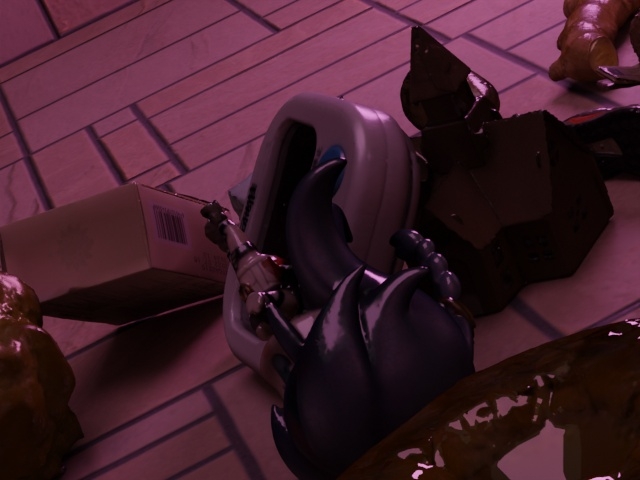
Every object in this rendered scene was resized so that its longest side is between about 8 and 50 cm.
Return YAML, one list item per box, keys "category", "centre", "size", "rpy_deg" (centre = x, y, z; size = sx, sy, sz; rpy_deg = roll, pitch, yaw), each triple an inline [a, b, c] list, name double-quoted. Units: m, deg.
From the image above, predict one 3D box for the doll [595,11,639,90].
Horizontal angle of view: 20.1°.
- category: "doll"
  centre: [0.386, -0.210, 1.878]
  size: [0.221, 0.105, 0.115]
  rpy_deg: [-31, 61, 3]

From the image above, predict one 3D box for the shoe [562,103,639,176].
- category: "shoe"
  centre: [0.304, -0.105, 1.758]
  size: [0.077, 0.074, 0.194]
  rpy_deg: [-34, 19, -37]

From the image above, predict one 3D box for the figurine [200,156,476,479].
- category: "figurine"
  centre: [0.015, 0.068, 1.410]
  size: [0.197, 0.265, 0.175]
  rpy_deg: [-20, -18, 19]

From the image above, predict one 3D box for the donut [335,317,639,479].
- category: "donut"
  centre: [0.152, 0.182, 1.075]
  size: [0.360, 0.170, 0.360]
  rpy_deg: [-24, 14, 7]

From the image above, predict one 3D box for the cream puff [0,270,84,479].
- category: "cream puff"
  centre: [-0.336, 0.161, 1.712]
  size: [0.282, 0.185, 0.282]
  rpy_deg: [-17, 61, 34]

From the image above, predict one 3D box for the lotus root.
- category: "lotus root"
  centre: [0.145, -0.157, 2.052]
  size: [0.089, 0.080, 0.179]
  rpy_deg: [-23, 25, -13]

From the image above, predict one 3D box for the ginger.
- category: "ginger"
  centre: [0.325, -0.253, 2.107]
  size: [0.118, 0.065, 0.299]
  rpy_deg: [-31, 15, 25]

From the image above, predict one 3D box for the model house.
- category: "model house"
  centre: [0.123, -0.074, 1.624]
  size: [0.181, 0.248, 0.176]
  rpy_deg: [-12, 24, 34]

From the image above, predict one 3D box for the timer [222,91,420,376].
- category: "timer"
  centre: [0.000, 0.000, 1.627]
  size: [0.087, 0.262, 0.237]
  rpy_deg: [13, 5, -23]

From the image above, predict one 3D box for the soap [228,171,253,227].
- category: "soap"
  centre: [-0.010, -0.046, 1.978]
  size: [0.114, 0.063, 0.198]
  rpy_deg: [-37, 23, -26]

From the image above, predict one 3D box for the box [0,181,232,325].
- category: "box"
  centre: [-0.201, 0.019, 1.852]
  size: [0.168, 0.095, 0.212]
  rpy_deg: [-19, -14, 20]
